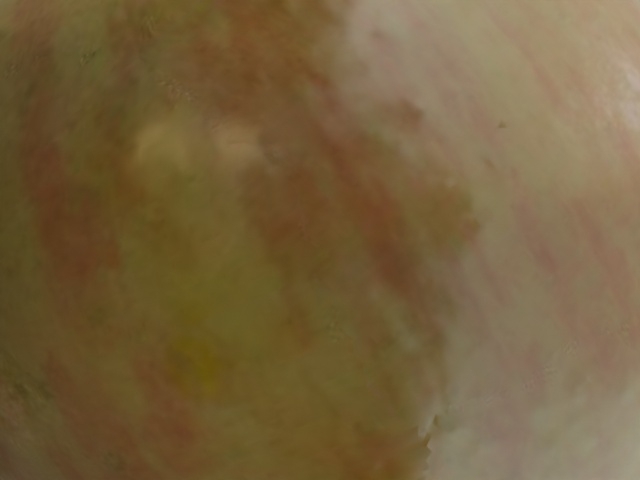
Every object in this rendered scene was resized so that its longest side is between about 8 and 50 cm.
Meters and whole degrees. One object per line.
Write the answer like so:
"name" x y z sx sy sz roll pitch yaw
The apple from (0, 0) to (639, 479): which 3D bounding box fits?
"apple" 0.000 0.000 0.738 0.346 0.391 0.391 66 26 -16
